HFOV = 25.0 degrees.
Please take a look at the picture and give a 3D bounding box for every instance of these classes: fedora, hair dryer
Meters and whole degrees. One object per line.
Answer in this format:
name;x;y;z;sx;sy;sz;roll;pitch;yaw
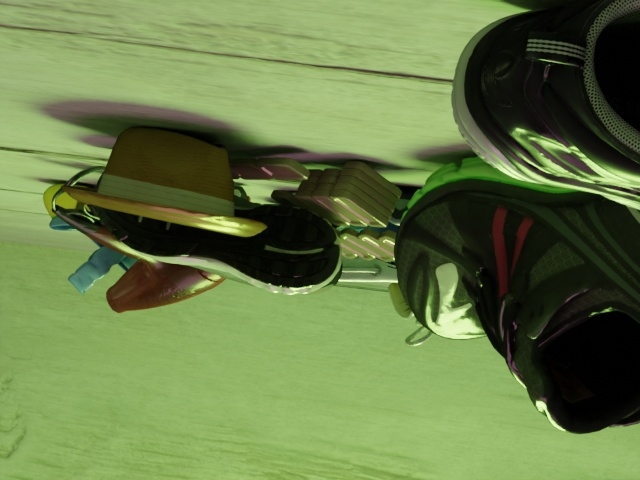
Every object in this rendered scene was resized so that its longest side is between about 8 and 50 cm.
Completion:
fedora;-0.134;-0.056;1.290;0.194;0.079;0.194;12;180;0
hair dryer;-0.208;-0.001;1.724;0.224;0.080;0.293;9;144;-7

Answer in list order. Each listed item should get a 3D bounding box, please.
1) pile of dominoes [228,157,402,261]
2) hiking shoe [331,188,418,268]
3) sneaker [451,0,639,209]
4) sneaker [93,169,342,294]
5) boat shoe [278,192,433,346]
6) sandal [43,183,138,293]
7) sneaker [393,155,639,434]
pile of dominoes;-0.014;-0.042;1.421;0.196;0.040;0.251;34;164;-31
hiking shoe;0.125;0.020;1.488;0.304;0.132;0.113;6;175;21
sneaker;0.202;-0.053;0.660;0.269;0.101;0.153;10;178;-6
sneaker;-0.103;-0.005;1.428;0.271;0.100;0.108;21;170;15
boat shoe;0.121;0.047;1.682;0.367;0.156;0.136;9;175;-20
sandal;-0.207;0.011;1.885;0.317;0.138;0.126;6;174;-6
sneaker;0.183;0.046;1.148;0.185;0.202;0.483;26;166;-19
